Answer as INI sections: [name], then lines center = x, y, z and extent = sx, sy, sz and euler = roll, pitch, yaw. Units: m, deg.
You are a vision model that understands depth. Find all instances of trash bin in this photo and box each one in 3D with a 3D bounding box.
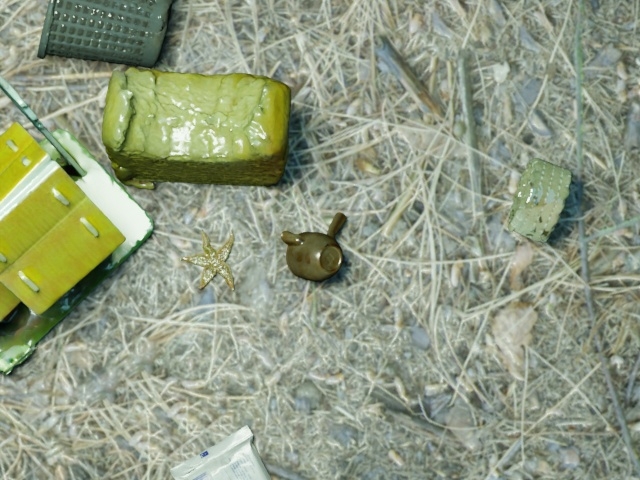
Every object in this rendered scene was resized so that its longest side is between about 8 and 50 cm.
[trash bin]
center = -0.283, -0.311, 1.795
extent = 0.161, 0.175, 0.175
euler = 13, 84, -13

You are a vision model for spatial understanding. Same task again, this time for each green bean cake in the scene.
[green bean cake]
center = -0.159, -0.149, 1.746
extent = 0.236, 0.233, 0.124
euler = 3, 79, -3

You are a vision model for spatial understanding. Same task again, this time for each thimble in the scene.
[thimble]
center = 0.301, -0.054, 1.830
extent = 0.062, 0.084, 0.110
euler = 19, 82, -2

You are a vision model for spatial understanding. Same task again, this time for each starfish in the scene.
[starfish]
center = -0.143, 0.028, 1.837
extent = 0.086, 0.016, 0.092
euler = 37, 81, -1

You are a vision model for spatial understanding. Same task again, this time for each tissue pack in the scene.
[tissue pack]
center = -0.104, 0.364, 1.801
extent = 0.122, 0.026, 0.193
euler = -29, 87, -5

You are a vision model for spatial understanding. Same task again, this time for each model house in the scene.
[model house]
center = -0.430, -0.048, 1.673
extent = 0.300, 0.323, 0.340
euler = -43, 88, -6

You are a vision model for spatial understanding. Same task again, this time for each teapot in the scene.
[teapot]
center = 0.000, 0.000, 1.816
extent = 0.085, 0.080, 0.110
euler = 48, 69, -27
